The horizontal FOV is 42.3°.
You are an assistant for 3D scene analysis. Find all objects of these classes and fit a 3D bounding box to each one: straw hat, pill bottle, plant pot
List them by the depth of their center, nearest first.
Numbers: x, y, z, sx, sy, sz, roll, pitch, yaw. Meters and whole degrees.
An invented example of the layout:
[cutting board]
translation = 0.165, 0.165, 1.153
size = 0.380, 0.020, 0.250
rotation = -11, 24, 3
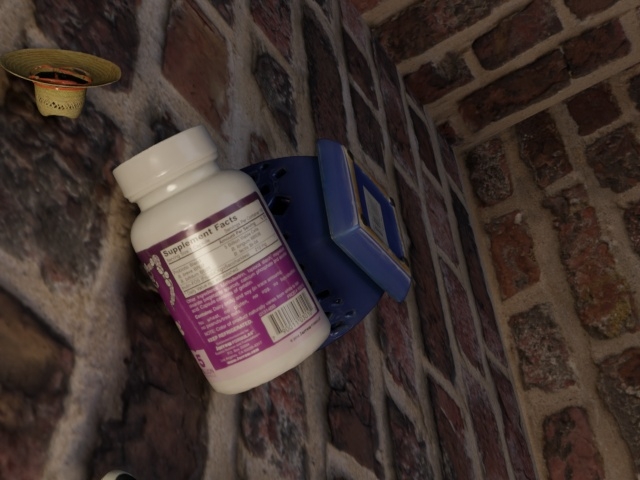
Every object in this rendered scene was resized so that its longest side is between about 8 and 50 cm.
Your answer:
[straw hat]
translation = -0.301, -0.172, 0.957
size = 0.144, 0.144, 0.061
rotation = -66, 168, -64
[pill bottle]
translation = -0.125, 0.020, 1.009
size = 0.302, 0.169, 0.169
rotation = 62, 21, -6
[plant pot]
translation = 0.000, 0.000, 1.268
size = 0.236, 0.212, 0.236
rotation = 44, 28, -43

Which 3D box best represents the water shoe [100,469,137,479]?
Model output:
[water shoe]
translation = -0.137, 0.301, 0.776
size = 0.203, 0.080, 0.073
rotation = 64, 20, 1
